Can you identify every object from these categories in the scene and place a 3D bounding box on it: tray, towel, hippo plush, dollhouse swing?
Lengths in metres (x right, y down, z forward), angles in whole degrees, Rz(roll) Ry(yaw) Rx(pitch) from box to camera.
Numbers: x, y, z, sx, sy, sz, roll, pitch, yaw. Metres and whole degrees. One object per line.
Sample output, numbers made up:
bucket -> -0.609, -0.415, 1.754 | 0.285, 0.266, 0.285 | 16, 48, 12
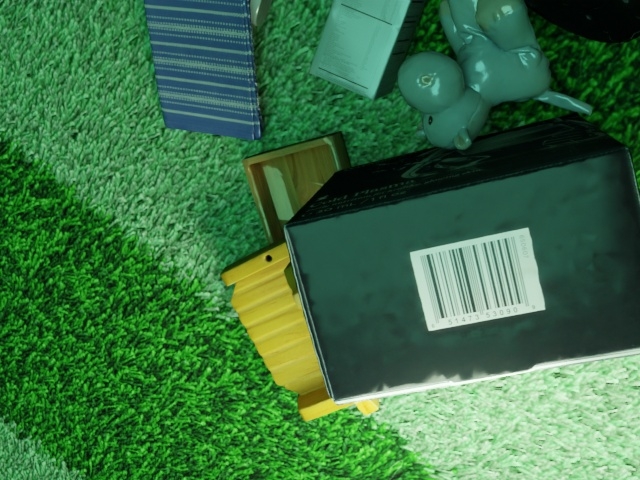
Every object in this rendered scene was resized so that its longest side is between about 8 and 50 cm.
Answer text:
tray -> 0.000, 0.000, 1.635 | 0.203, 0.076, 0.410 | -12, 103, 22
towel -> -0.232, -0.367, 1.584 | 0.243, 0.040, 0.335 | 11, 123, 23
hippo plush -> 0.241, -0.269, 1.326 | 0.236, 0.234, 0.294 | -42, 119, -1
dollhouse swing -> -0.054, 0.194, 1.509 | 0.315, 0.305, 0.346 | -26, 97, 24

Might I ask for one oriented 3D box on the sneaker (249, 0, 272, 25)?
sneaker -> -0.149, -0.574, 1.491 | 0.169, 0.108, 0.292 | 25, 114, 8

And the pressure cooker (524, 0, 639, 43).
pressure cooker -> 0.450, -0.545, 1.118 | 0.370, 0.375, 0.420 | 40, 88, 4

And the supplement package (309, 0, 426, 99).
supplement package -> 0.098, -0.399, 1.440 | 0.139, 0.134, 0.244 | 26, 113, 11

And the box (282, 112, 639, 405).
box -> 0.243, 0.005, 1.293 | 0.480, 0.472, 0.297 | -13, 100, 13
